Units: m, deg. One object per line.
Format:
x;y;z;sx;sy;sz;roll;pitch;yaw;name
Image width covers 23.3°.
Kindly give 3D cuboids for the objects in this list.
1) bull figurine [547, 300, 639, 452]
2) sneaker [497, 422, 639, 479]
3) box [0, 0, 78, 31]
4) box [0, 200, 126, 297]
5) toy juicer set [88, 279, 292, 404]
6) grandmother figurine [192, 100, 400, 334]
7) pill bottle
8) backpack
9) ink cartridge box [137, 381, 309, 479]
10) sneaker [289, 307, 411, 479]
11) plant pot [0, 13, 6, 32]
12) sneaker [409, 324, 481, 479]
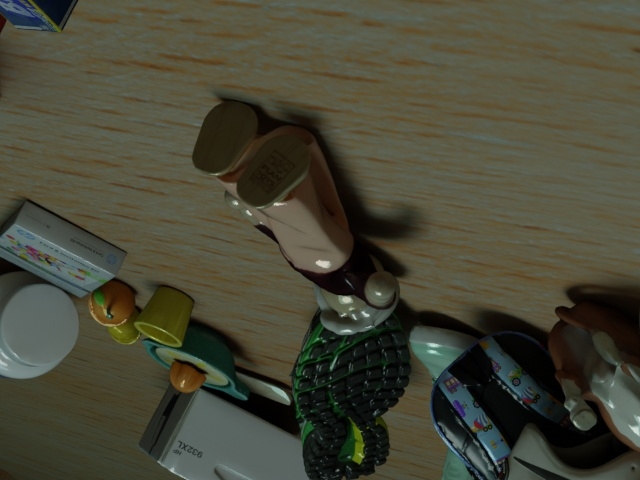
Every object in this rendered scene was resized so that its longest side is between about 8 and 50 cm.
0.341;0.174;1.465;0.310;0.101;0.188;34;-163;-8;bull figurine
0.342;0.260;1.561;0.330;0.146;0.122;11;-172;-9;sneaker
-0.264;-0.237;1.246;0.059;0.054;0.169;9;156;37;box
-0.344;0.014;2.016;0.145;0.038;0.186;29;159;-16;box
-0.204;0.162;2.161;0.209;0.089;0.329;10;156;35;toy juicer set
0.000;0.000;1.508;0.208;0.104;0.342;45;176;31;grandmother figurine
-0.438;0.120;2.207;0.152;0.152;0.272;33;162;-23;pill bottle
0.198;0.178;1.650;0.173;0.158;0.117;47;-177;-9;backpack
-0.137;0.317;2.348;0.223;0.129;0.307;28;172;-10;ink cartridge box
0.013;0.151;1.815;0.134;0.146;0.343;-10;147;-14;sneaker
-0.392;-0.175;1.351;0.191;0.174;0.191;19;155;9;plant pot
0.166;0.205;1.749;0.094;0.151;0.256;6;153;45;sneaker
